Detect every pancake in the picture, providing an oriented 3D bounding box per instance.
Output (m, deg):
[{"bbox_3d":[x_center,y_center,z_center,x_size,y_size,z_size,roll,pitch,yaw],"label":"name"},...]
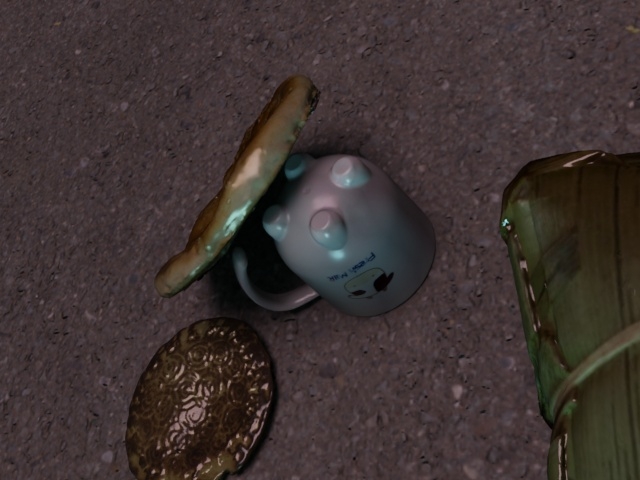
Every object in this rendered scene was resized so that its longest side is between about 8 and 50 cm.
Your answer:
[{"bbox_3d":[-0.083,-0.054,0.906,0.282,0.049,0.282,-55,10,15],"label":"pancake"},{"bbox_3d":[-0.128,0.172,0.923,0.199,0.021,0.199,-16,56,24],"label":"pancake"}]

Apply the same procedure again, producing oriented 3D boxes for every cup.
[{"bbox_3d":[0.004,-0.011,0.866,0.173,0.142,0.134,-8,60,30],"label":"cup"}]

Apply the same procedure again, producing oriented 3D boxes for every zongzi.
[{"bbox_3d":[0.375,0.119,0.512,0.500,0.218,0.467,-16,62,27],"label":"zongzi"}]
